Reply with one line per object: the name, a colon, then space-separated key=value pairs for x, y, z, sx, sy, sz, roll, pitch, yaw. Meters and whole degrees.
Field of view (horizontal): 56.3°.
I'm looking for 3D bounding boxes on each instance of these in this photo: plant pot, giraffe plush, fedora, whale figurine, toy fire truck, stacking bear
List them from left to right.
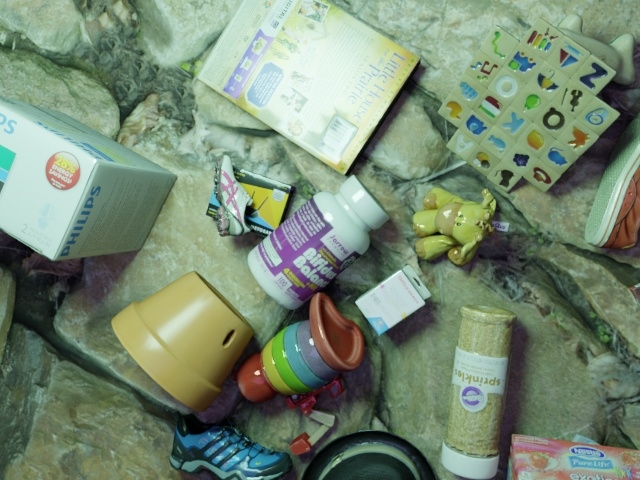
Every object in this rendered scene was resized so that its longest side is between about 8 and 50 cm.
plant pot: x=-0.288 y=0.206 z=1.341 sx=0.291 sy=0.291 sz=0.203 roll=44 pitch=82 yaw=6
stacking bear: x=-0.067 y=0.272 z=1.344 sx=0.289 sy=0.164 sz=0.175 roll=-31 pitch=120 yaw=24
toy fire truck: x=-0.011 y=0.398 z=1.398 sx=0.192 sy=0.047 sz=0.135 roll=-33 pitch=87 yaw=10
fedora: x=0.101 y=0.596 z=1.334 sx=0.334 sy=0.152 sz=0.334 roll=1 pitch=93 yaw=11
giraffe plush: x=0.298 y=-0.030 z=1.257 sx=0.210 sy=0.170 sz=0.181 roll=-6 pitch=91 yaw=11
whale figurine: x=0.514 y=-0.353 z=1.237 sx=0.272 sy=0.141 sz=0.216 roll=-15 pitch=105 yaw=-11

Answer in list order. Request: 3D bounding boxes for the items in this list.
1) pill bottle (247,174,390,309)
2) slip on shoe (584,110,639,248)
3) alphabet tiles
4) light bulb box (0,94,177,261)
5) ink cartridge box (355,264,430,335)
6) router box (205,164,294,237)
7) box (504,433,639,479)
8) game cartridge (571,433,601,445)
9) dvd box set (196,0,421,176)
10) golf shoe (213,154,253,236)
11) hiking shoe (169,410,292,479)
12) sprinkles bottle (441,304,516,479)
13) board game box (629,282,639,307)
pill bottle: x=0.000 y=0.000 z=1.315 sx=0.301 sy=0.169 sz=0.169 roll=-41 pitch=85 yaw=10
slip on shoe: x=0.649 y=-0.134 z=1.218 sx=0.101 sy=0.123 sz=0.331 roll=17 pitch=101 yaw=2
alphabet tiles: x=0.403 y=-0.255 z=1.197 sx=0.285 sy=0.011 sz=0.342 roll=38 pitch=139 yaw=7
light bulb box: x=-0.579 y=-0.141 z=1.320 sx=0.358 sy=0.361 sz=0.225 roll=28 pitch=97 yaw=8
ink cartridge box: x=0.165 y=0.128 z=1.331 sx=0.143 sy=0.090 sz=0.092 roll=-36 pitch=86 yaw=9
router box: x=-0.165 y=-0.093 z=1.404 sx=0.179 sy=0.046 sz=0.133 roll=19 pitch=96 yaw=10
box: x=0.546 y=0.519 z=1.234 sx=0.300 sy=0.154 sz=0.142 roll=5 pitch=110 yaw=11
game cartridge: x=0.586 y=0.462 z=1.306 sx=0.083 sy=0.017 sz=0.056 roll=31 pitch=94 yaw=8
dvd box set: x=-0.031 y=-0.385 z=1.358 sx=0.420 sy=0.062 sz=0.308 roll=33 pitch=98 yaw=8
golf shoe: x=-0.199 y=-0.103 z=1.360 sx=0.086 sy=0.067 sz=0.186 roll=-6 pitch=91 yaw=-15
hiking shoe: x=-0.214 y=0.488 z=1.407 sx=0.304 sy=0.113 sz=0.132 roll=4 pitch=94 yaw=10
sprinkles bottle: x=0.341 y=0.322 z=1.292 sx=0.121 sy=0.121 sz=0.355 roll=7 pitch=93 yaw=10
board game box: x=0.786 y=0.192 z=1.250 sx=0.145 sy=0.027 sz=0.281 roll=-29 pitch=87 yaw=12
